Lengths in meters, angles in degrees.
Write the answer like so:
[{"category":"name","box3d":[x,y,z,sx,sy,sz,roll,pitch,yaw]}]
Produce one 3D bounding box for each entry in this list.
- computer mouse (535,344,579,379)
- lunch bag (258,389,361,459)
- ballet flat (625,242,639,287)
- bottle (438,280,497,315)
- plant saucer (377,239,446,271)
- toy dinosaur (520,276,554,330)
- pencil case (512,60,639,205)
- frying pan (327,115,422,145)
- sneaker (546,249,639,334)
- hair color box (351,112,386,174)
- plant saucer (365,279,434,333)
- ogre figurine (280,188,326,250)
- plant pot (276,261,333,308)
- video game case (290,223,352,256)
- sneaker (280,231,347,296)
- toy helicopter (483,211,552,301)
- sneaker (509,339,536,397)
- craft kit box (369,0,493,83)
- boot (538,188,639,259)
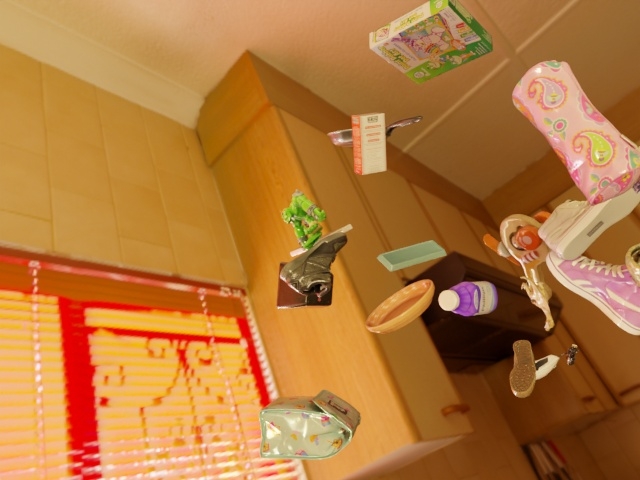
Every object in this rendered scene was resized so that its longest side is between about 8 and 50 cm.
[{"category":"computer mouse","box3d":[0.662,0.366,1.469,0.193,0.042,0.106,-22,-34,-2]},{"category":"lunch bag","box3d":[-0.022,0.516,1.424,0.262,0.160,0.223,-6,-8,9]},{"category":"ballet flat","box3d":[0.751,0.015,0.943,0.123,0.123,0.348,2,-16,-35]},{"category":"bottle","box3d":[0.511,0.200,1.747,0.092,0.118,0.282,-6,-7,44]},{"category":"plant saucer","box3d":[0.249,0.037,1.364,0.192,0.067,0.018,-14,-51,-26]},{"category":"toy dinosaur","box3d":[0.531,0.131,1.230,0.053,0.093,0.183,-29,-70,12]},{"category":"pencil case","box3d":[0.477,-0.202,0.934,0.124,0.284,0.124,-22,-24,-10]},{"category":"frying pan","box3d":[0.176,-0.319,1.516,0.326,0.053,0.197,0,7,29]},{"category":"sneaker","box3d":[0.692,0.074,1.215,0.102,0.282,0.161,-23,-40,-30]},{"category":"hair color box","box3d":[0.120,-0.237,1.236,0.072,0.043,0.141,-12,-69,-23]},{"category":"plant saucer","box3d":[0.202,0.169,1.257,0.200,0.037,0.200,-35,5,4]},{"category":"ogre figurine","box3d":[-0.044,-0.057,1.373,0.096,0.118,0.197,-34,-18,-5]},{"category":"plant pot","box3d":[-0.048,0.186,2.018,0.187,0.188,0.167,6,-3,-36]},{"category":"video game case","box3d":[0.000,0.000,1.802,0.173,0.022,0.190,-27,2,-30]},{"category":"sneaker","box3d":[0.012,0.073,1.392,0.227,0.130,0.087,-36,-20,-30]},{"category":"toy helicopter","box3d":[0.735,0.070,1.818,0.140,0.355,0.235,-35,20,-33]},{"category":"sneaker","box3d":[0.552,0.363,1.360,0.064,0.192,0.086,-9,-61,27]},{"category":"craft kit box","box3d":[0.307,-0.549,1.401,0.246,0.061,0.249,-10,-18,43]},{"category":"boot","box3d":[0.654,-0.078,1.241,0.095,0.123,0.258,33,-72,-33]}]
